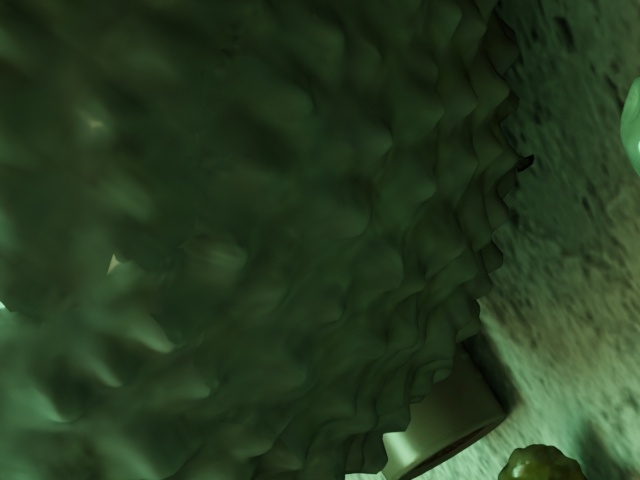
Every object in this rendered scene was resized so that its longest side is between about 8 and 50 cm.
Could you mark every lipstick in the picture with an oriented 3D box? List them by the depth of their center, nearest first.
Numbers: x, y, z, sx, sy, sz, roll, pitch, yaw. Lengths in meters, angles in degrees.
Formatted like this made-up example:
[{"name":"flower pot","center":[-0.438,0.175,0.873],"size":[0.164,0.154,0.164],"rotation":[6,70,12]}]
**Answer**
[{"name":"lipstick","center":[0.000,0.000,0.956],"size":[0.254,0.070,0.070],"rotation":[58,158,13]}]

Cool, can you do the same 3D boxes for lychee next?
[{"name":"lychee","center":[-0.107,-0.049,0.740],"size":[0.380,0.380,0.432],"rotation":[39,169,47]}]

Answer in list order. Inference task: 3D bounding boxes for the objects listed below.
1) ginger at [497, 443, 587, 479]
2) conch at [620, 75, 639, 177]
[{"name":"ginger","center":[0.136,0.247,0.908],"size":[0.166,0.080,0.333],"rotation":[-156,46,-75]},{"name":"conch","center":[0.153,-0.007,0.459],"size":[0.386,0.170,0.203],"rotation":[120,145,-53]}]
